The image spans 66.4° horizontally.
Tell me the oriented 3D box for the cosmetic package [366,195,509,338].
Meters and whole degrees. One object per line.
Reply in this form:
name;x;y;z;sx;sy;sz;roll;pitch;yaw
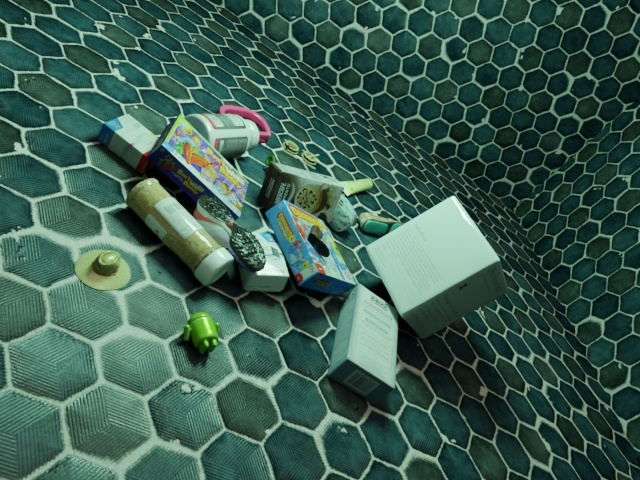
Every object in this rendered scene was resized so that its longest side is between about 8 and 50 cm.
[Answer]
cosmetic package;0.449;0.112;1.884;0.329;0.393;0.328;46;16;-54

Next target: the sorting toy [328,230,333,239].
sorting toy;-0.021;-0.047;2.001;0.274;0.046;0.132;46;31;9

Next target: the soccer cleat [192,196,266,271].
soccer cleat;-0.293;0.000;1.545;0.318;0.116;0.108;45;33;19

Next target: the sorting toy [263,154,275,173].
sorting toy;-0.212;-0.316;2.117;0.042;0.061;0.102;24;60;-50

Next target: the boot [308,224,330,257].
boot;0.000;0.000;1.683;0.106;0.037;0.114;55;12;-9

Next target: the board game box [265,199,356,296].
board game box;-0.029;0.035;1.742;0.308;0.086;0.302;24;35;-60

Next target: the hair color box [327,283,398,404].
hair color box;0.153;0.335;1.648;0.185;0.114;0.375;35;32;-11

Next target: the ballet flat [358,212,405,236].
ballet flat;0.311;-0.071;2.345;0.315;0.108;0.106;19;24;-33

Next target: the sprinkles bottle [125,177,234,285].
sprinkles bottle;-0.421;-0.027;1.466;0.355;0.121;0.121;45;31;6

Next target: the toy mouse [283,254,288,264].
toy mouse;-0.145;0.033;1.769;0.160;0.031;0.143;1;49;-33

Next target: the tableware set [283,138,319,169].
tableware set;-0.095;-0.440;2.417;0.194;0.039;0.128;27;34;-22

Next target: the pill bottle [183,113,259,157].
pill bottle;-0.388;-0.409;1.927;0.176;0.176;0.318;49;32;12

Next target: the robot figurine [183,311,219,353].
robot figurine;-0.313;0.241;1.300;0.101;0.067;0.115;1;49;-41

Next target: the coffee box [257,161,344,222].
coffee box;-0.079;-0.189;1.948;0.297;0.168;0.119;9;23;-32

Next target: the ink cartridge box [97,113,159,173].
ink cartridge box;-0.612;-0.314;1.657;0.231;0.078;0.134;39;31;-4

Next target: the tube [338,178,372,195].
tube;0.179;-0.275;2.497;0.070;0.062;0.240;12;18;38

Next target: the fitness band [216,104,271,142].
fitness band;-0.346;-0.540;2.255;0.290;0.054;0.209;-8;56;-53

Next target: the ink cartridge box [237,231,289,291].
ink cartridge box;-0.196;0.068;1.611;0.139;0.082;0.191;5;43;-27

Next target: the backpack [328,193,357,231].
backpack;0.070;-0.128;2.128;0.182;0.152;0.115;51;36;-7

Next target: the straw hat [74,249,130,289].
straw hat;-0.554;0.059;1.272;0.144;0.061;0.145;27;33;-20

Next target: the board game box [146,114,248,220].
board game box;-0.409;-0.239;1.691;0.347;0.078;0.233;45;26;-29
